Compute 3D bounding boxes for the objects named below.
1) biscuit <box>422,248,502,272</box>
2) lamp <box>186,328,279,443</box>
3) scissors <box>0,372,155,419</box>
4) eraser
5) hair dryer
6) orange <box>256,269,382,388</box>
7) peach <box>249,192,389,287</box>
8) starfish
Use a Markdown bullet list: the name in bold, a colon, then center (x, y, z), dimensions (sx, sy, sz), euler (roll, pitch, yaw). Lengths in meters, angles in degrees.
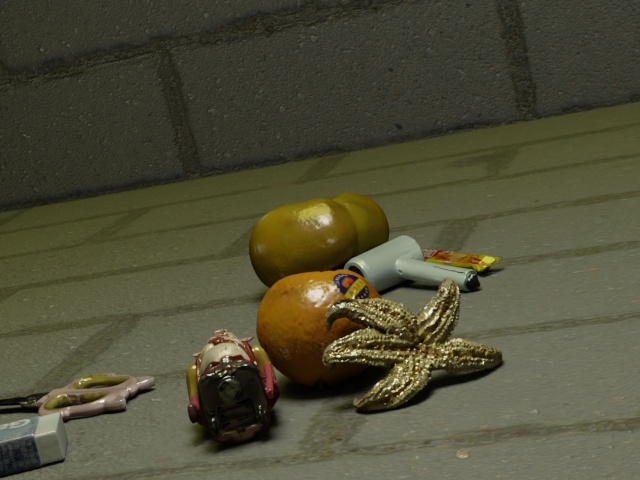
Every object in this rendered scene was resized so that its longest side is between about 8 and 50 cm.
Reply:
- **biscuit**: center (0.205, 0.033, 2.350), dimensions (0.048, 0.026, 0.292), euler (-39, 22, -23)
- **lamp**: center (-0.114, 0.174, 1.768), dimensions (0.118, 0.118, 0.253), euler (-12, 13, -1)
- **scissors**: center (-0.398, 0.232, 2.013), dimensions (0.317, 0.024, 0.160), euler (-7, 14, 24)
- **eraser**: center (-0.436, 0.275, 1.780), dimensions (0.212, 0.046, 0.092), euler (-13, 11, -5)
- **hair dryer**: center (0.159, 0.058, 2.219), dimensions (0.131, 0.073, 0.236), euler (-23, 24, -37)
- **orange**: center (0.003, 0.113, 1.835), dimensions (0.177, 0.155, 0.177), euler (-4, 13, 1)
- **peach**: center (0.000, 0.000, 2.355), dimensions (0.251, 0.153, 0.251), euler (-17, 3, 1)
- **starfish**: center (0.120, 0.124, 1.740), dimensions (0.238, 0.216, 0.071), euler (17, -27, -11)
